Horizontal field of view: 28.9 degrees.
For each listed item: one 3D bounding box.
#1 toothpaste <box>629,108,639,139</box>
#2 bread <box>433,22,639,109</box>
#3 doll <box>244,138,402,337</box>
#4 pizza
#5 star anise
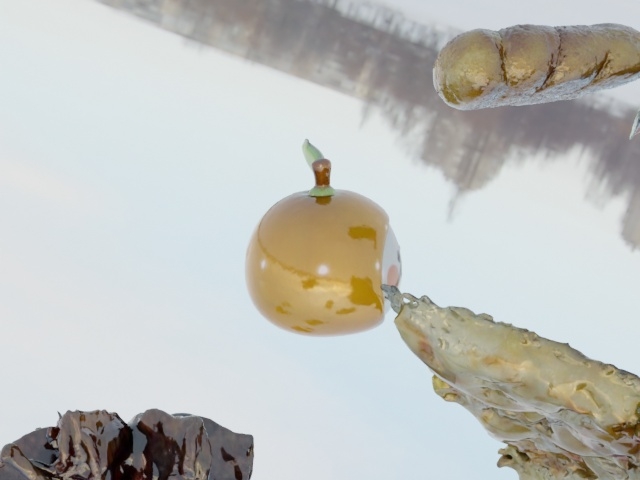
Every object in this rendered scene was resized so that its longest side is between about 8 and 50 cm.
[{"bbox_3d":[0.447,-0.207,1.469,0.039,0.239,0.062,44,165,15],"label":"toothpaste"},{"bbox_3d":[0.281,-0.210,1.456,0.344,0.084,0.124,-9,176,-27],"label":"bread"},{"bbox_3d":[0.000,0.000,1.545,0.213,0.236,0.213,-6,-168,1],"label":"doll"},{"bbox_3d":[0.294,0.214,1.392,0.391,0.080,0.435,10,153,46],"label":"pizza"},{"bbox_3d":[-0.164,0.209,1.032,0.220,0.126,0.190,-2,162,-21],"label":"star anise"}]
